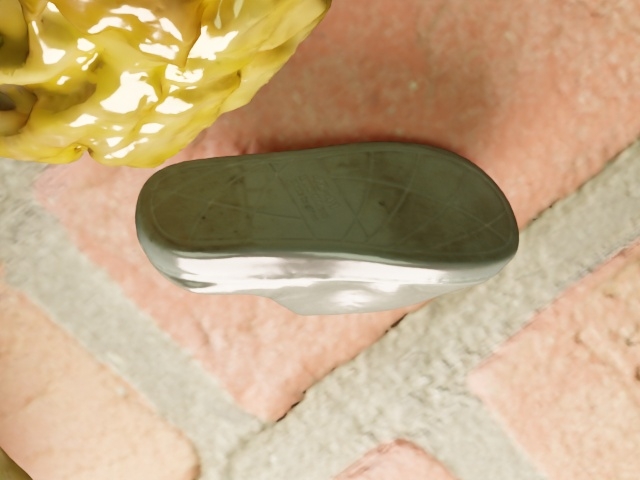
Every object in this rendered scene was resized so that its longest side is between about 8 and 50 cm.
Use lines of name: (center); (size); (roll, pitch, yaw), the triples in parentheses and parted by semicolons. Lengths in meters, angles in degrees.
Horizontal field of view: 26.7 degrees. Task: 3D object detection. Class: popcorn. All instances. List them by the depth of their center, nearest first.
popcorn: (-0.082, -0.151, 0.524); (0.190, 0.250, 0.250); (22, 111, -34)

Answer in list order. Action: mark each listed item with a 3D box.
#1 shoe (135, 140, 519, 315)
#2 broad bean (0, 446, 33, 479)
shoe: (0.000, 0.000, 0.696); (0.195, 0.079, 0.078); (0, 150, -16)
broad bean: (-0.252, 0.179, 0.709); (0.238, 0.119, 0.291); (15, 112, -14)
